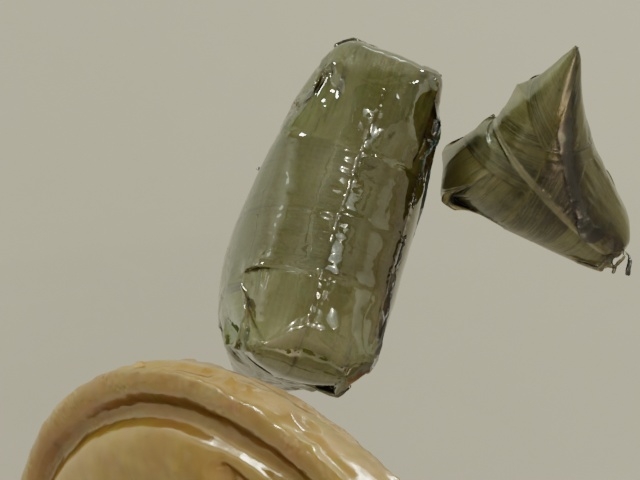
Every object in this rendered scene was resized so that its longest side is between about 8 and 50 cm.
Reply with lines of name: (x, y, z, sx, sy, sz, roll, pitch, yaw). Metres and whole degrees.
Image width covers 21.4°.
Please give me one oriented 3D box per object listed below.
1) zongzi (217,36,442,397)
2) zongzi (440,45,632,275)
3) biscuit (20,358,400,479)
zongzi: (0.000, 0.000, 1.604, 0.160, 0.323, 0.360, 21, -16, -1)
zongzi: (0.242, -0.072, 1.533, 0.205, 0.204, 0.094, 26, 40, -20)
biscuit: (-0.040, 0.107, 0.528, 0.029, 0.142, 0.221, -19, -2, -40)
